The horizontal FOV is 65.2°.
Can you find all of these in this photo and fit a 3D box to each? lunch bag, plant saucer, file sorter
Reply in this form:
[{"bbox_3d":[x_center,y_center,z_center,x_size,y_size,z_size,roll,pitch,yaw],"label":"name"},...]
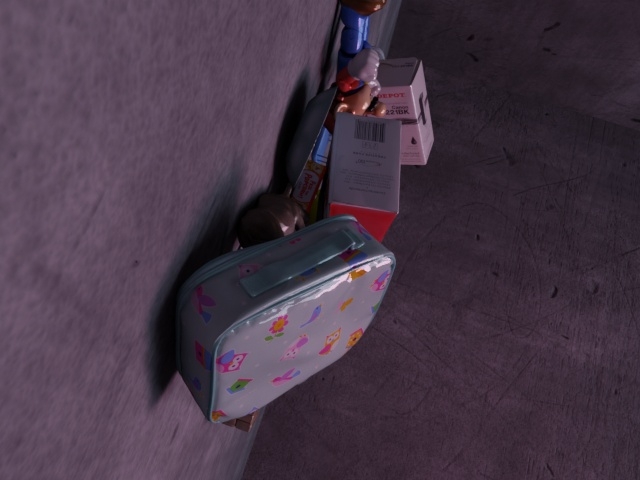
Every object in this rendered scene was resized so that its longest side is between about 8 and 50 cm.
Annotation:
[{"bbox_3d":[-0.040,0.086,0.630,0.279,0.108,0.224,-24,142,-33],"label":"lunch bag"},{"bbox_3d":[-0.026,-0.187,0.882,0.195,0.038,0.194,-157,-90,-84],"label":"plant saucer"},{"bbox_3d":[0.045,-0.242,1.356,0.170,0.105,0.118,87,21,-80],"label":"file sorter"}]

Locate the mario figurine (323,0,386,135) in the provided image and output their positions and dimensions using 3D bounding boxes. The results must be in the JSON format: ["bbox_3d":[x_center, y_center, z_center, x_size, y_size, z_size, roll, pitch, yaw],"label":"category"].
[{"bbox_3d":[0.099,-0.345,1.045,0.198,0.170,0.320,-25,136,-36],"label":"mario figurine"}]

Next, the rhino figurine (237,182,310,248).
[{"bbox_3d":[-0.061,-0.029,0.797,0.073,0.106,0.243,-44,-171,22],"label":"rhino figurine"}]

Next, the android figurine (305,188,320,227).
[{"bbox_3d":[0.000,0.000,1.356,0.248,0.056,0.272,20,-72,55],"label":"android figurine"}]

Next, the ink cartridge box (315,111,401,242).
[{"bbox_3d":[0.062,-0.053,1.024,0.309,0.130,0.271,106,-9,-66],"label":"ink cartridge box"}]

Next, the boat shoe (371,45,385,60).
[{"bbox_3d":[0.117,-0.445,1.450,0.301,0.108,0.102,107,1,-55],"label":"boat shoe"}]

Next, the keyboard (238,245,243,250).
[{"bbox_3d":[-0.149,0.092,0.767,0.072,0.014,0.256,92,15,-60],"label":"keyboard"}]

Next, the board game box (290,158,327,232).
[{"bbox_3d":[-0.046,-0.069,1.012,0.147,0.045,0.193,-105,-143,-80],"label":"board game box"}]

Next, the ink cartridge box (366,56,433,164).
[{"bbox_3d":[0.186,-0.342,1.361,0.272,0.197,0.114,65,39,-47],"label":"ink cartridge box"}]

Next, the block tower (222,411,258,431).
[{"bbox_3d":[-0.127,0.202,1.014,0.097,0.091,0.335,49,58,-87],"label":"block tower"}]
